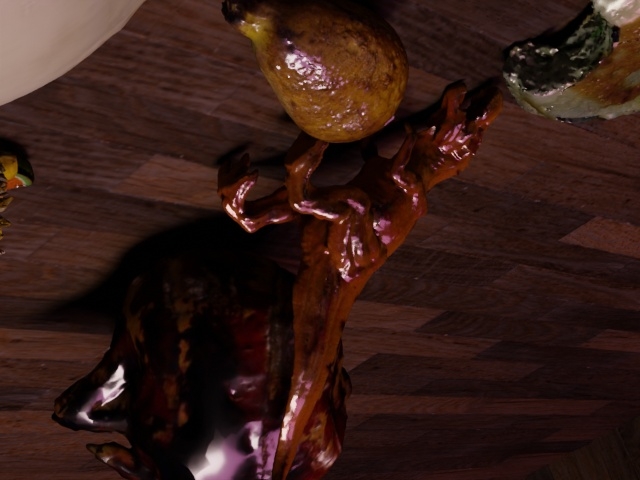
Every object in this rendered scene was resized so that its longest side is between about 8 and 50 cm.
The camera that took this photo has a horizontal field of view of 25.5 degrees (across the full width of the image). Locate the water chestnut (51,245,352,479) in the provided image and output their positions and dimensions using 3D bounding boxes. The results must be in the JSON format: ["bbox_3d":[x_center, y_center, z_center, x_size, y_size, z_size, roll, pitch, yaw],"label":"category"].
[{"bbox_3d":[-0.109,0.147,1.419,0.244,0.289,0.289,-42,176,-43],"label":"water chestnut"}]

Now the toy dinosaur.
[{"bbox_3d":[0.000,0.000,1.292,0.208,0.097,0.432,38,85,-30],"label":"toy dinosaur"}]

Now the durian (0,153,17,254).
[{"bbox_3d":[-0.309,-0.037,0.859,0.258,0.258,0.293,-21,169,-4],"label":"durian"}]

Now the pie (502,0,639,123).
[{"bbox_3d":[0.317,-0.194,1.297,0.303,0.067,0.302,-19,159,-8],"label":"pie"}]

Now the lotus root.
[{"bbox_3d":[-0.003,-0.142,1.087,0.108,0.094,0.191,-61,147,1],"label":"lotus root"}]

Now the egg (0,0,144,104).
[{"bbox_3d":[-0.214,-0.183,0.537,0.345,0.283,0.283,-2,151,-36],"label":"egg"}]

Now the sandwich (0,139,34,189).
[{"bbox_3d":[-0.280,-0.053,1.115,0.101,0.026,0.069,-16,162,-8],"label":"sandwich"}]
